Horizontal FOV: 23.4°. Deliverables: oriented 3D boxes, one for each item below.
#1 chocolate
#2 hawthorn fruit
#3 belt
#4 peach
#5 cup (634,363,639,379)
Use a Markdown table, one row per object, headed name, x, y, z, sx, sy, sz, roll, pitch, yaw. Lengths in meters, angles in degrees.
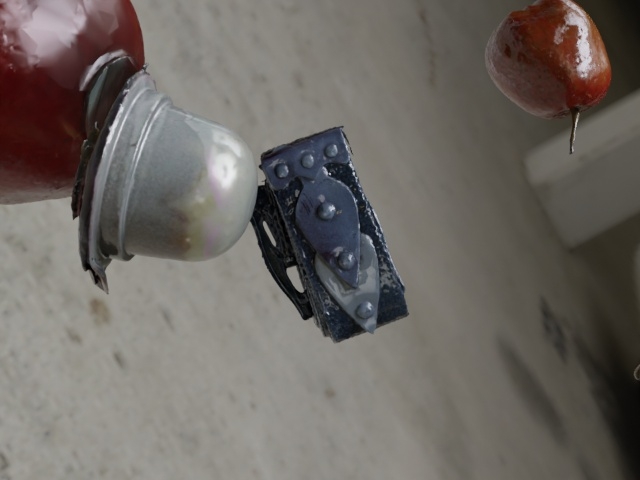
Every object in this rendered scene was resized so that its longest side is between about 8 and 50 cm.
| name | x | y | z | sx | sy | sz | roll | pitch | yaw |
| --- | --- | --- | --- | --- | --- | --- | --- | --- | --- |
| chocolate | -0.137 | -0.044 | 1.469 | 0.147 | 0.221 | 0.221 | 20 | 10 | 11 |
| hawthorn fruit | 0.315 | -0.217 | 2.034 | 0.203 | 0.162 | 0.162 | 60 | 15 | 8 |
| belt | 0.001 | 0.000 | 1.624 | 0.122 | 0.128 | 0.218 | 171 | -103 | -86 |
| peach | -0.370 | -0.207 | 1.816 | 0.310 | 0.335 | 0.406 | 25 | -7 | 25 |
| cup | 0.315 | 0.098 | 1.295 | 0.102 | 0.099 | 0.074 | 28 | -11 | 34 |
